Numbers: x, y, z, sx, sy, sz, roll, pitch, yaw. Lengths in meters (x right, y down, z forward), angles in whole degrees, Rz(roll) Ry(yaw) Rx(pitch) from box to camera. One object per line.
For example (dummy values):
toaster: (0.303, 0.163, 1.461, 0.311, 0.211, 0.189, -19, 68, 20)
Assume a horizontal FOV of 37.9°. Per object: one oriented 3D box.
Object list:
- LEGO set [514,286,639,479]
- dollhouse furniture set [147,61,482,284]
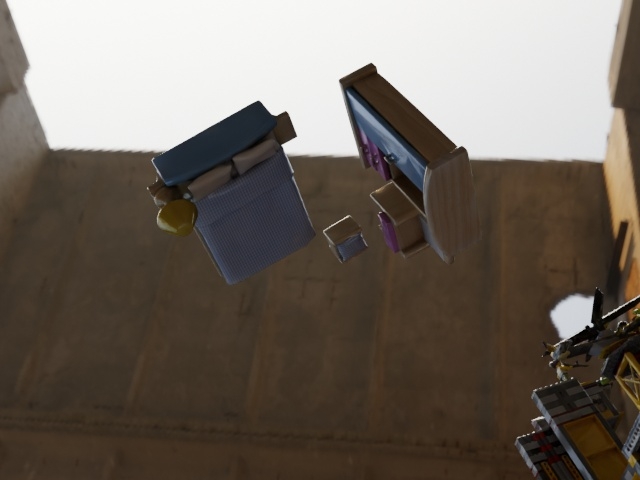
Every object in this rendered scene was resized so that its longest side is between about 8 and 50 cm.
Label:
LEGO set: (0.317, 0.146, 0.854, 0.255, 0.331, 0.192, -20, -130, -11)
dollhouse furniture set: (0.000, 0.000, 1.055, 0.303, 0.286, 0.198, -29, -134, -9)
